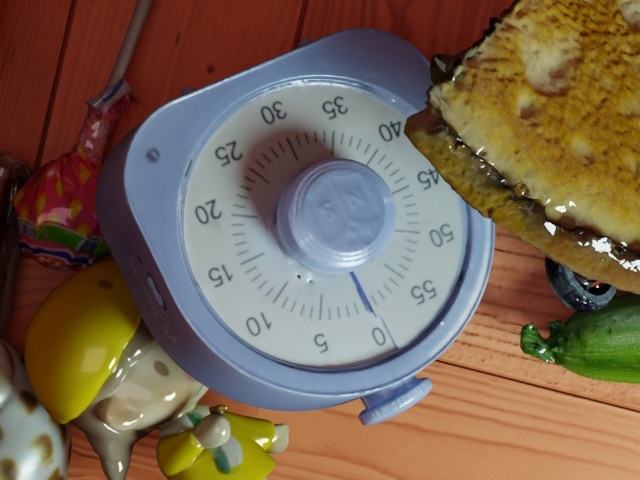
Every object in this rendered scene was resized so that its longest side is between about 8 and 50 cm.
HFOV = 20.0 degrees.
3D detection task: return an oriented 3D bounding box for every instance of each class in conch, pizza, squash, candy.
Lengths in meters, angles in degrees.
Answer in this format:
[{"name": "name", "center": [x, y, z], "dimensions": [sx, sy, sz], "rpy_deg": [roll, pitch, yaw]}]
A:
[{"name": "conch", "center": [-0.349, 0.232, 1.944], "dimensions": [0.149, 0.183, 0.274], "rpy_deg": [13, 99, -31]}, {"name": "pizza", "center": [0.258, -0.100, 1.760], "dimensions": [0.392, 0.080, 0.435], "rpy_deg": [-12, 72, -34]}, {"name": "squash", "center": [0.395, 0.102, 1.857], "dimensions": [0.379, 0.101, 0.101], "rpy_deg": [0, 92, 9]}, {"name": "candy", "center": [-0.227, -0.141, 1.948], "dimensions": [0.124, 0.124, 0.365], "rpy_deg": [20, 84, 7]}]

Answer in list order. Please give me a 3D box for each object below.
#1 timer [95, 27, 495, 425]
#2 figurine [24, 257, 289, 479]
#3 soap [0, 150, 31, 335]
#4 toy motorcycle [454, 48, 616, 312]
[{"name": "timer", "center": [0.000, 0.000, 1.797], "dimensions": [0.395, 0.173, 0.395], "rpy_deg": [5, 75, -22]}, {"name": "figurine", "center": [-0.161, 0.174, 1.874], "dimensions": [0.187, 0.215, 0.343], "rpy_deg": [-43, 77, 34]}, {"name": "soap", "center": [-0.457, -0.027, 1.975], "dimensions": [0.273, 0.098, 0.217], "rpy_deg": [12, 94, 8]}, {"name": "toy motorcycle", "center": [0.240, -0.075, 1.849], "dimensions": [0.089, 0.171, 0.298], "rpy_deg": [-27, 92, 44]}]
